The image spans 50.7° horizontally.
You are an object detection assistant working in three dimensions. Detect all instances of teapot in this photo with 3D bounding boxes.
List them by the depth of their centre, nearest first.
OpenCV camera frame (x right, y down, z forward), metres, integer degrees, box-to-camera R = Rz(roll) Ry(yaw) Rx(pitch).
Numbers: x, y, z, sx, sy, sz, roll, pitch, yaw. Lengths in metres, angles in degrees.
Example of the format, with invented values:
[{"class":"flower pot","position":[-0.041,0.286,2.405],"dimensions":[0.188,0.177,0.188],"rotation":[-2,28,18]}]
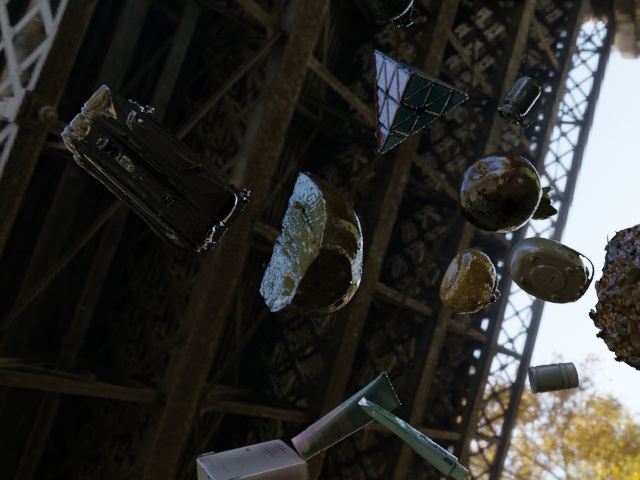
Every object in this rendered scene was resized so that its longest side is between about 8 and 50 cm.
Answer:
[{"class":"teapot","position":[0.369,-0.252,1.241],"dimensions":[0.063,0.049,0.083],"rotation":[38,-96,-31]},{"class":"teapot","position":[0.482,0.137,2.117],"dimensions":[0.311,0.167,0.203],"rotation":[-90,24,-79]}]

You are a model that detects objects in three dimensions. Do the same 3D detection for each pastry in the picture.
[{"class":"pastry","position":[0.561,0.093,1.135],"dimensions":[0.193,0.275,0.275],"rotation":[13,-91,-37]}]

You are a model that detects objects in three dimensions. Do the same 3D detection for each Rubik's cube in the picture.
[{"class":"Rubik's cube","position":[0.201,-0.309,1.324],"dimensions":[0.178,0.211,0.190],"rotation":[-3,-119,-18]}]

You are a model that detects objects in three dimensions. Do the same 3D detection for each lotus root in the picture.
[{"class":"lotus root","position":[0.007,0.026,1.282],"dimensions":[0.149,0.260,0.267],"rotation":[16,-81,-20]}]

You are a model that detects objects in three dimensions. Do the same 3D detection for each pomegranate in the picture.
[{"class":"pomegranate","position":[0.524,-0.128,1.927],"dimensions":[0.306,0.242,0.242],"rotation":[14,-91,-52]}]

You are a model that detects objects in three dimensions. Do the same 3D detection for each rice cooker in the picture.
[{"class":"rice cooker","position":[0.558,0.076,1.647],"dimensions":[0.127,0.206,0.145],"rotation":[-43,-25,-65]}]

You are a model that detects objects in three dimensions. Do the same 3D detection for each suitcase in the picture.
[{"class":"suitcase","position":[-0.313,-0.134,1.339],"dimensions":[0.188,0.345,0.339],"rotation":[-48,2,-2]}]

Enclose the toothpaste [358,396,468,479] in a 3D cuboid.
[{"class":"toothpaste","position":[0.215,0.466,1.597],"dimensions":[0.048,0.297,0.075],"rotation":[-58,-14,6]}]

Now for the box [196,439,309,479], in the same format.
[{"class":"box","position":[-0.182,0.621,1.782],"dimensions":[0.251,0.203,0.106],"rotation":[-7,-87,-24]}]

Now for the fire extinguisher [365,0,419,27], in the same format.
[{"class":"fire extinguisher","position":[0.111,-0.551,1.388],"dimensions":[0.311,0.095,0.114],"rotation":[47,-157,-32]}]

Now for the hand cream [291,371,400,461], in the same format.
[{"class":"hand cream","position":[0.073,0.483,1.817],"dimensions":[0.312,0.070,0.111],"rotation":[-30,-78,-14]}]

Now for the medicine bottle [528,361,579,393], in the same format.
[{"class":"medicine bottle","position":[0.490,0.289,1.423],"dimensions":[0.058,0.091,0.058],"rotation":[-7,-90,-87]}]
